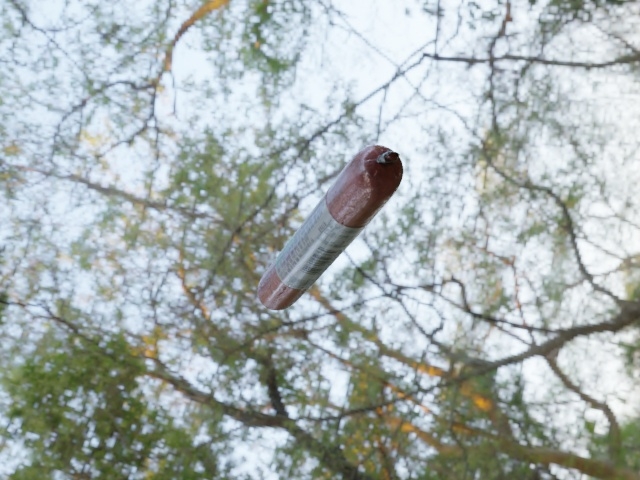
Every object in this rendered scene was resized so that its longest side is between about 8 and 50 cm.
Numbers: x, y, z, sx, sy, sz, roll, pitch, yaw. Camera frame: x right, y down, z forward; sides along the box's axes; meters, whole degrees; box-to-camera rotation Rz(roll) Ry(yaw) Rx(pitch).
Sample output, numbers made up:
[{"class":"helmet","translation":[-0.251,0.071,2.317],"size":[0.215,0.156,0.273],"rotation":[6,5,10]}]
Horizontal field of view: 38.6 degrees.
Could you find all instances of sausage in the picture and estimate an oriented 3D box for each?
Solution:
[{"class":"sausage","translation":[0.000,0.000,0.535],"size":[0.029,0.029,0.223],"rotation":[-65,7,-29]}]
